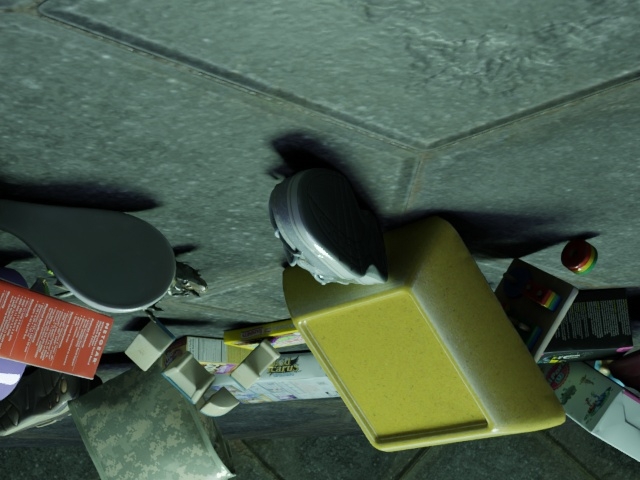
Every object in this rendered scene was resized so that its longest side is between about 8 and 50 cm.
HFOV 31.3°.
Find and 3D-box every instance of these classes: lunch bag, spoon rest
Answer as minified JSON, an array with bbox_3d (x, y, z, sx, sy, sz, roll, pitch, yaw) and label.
[{"bbox_3d":[-0.318,0.395,2.236,0.235,0.287,0.169,-28,161,3],"label":"lunch bag"},{"bbox_3d":[-0.305,0.008,1.331,0.276,0.137,0.084,12,142,-6],"label":"spoon rest"}]

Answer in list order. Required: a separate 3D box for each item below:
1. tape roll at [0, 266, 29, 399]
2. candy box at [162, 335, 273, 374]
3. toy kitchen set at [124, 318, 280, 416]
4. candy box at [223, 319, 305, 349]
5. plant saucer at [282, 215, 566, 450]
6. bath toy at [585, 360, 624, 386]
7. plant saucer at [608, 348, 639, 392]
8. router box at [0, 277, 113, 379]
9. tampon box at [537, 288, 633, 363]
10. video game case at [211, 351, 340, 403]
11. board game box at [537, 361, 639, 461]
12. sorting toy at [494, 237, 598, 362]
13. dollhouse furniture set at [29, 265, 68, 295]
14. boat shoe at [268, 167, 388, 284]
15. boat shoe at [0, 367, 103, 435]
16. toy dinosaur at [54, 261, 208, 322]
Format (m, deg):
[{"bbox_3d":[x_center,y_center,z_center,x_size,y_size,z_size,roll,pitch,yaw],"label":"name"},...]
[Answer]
[{"bbox_3d":[-0.473,0.124,1.558,0.080,0.189,0.189,12,159,-43],"label":"tape roll"},{"bbox_3d":[-0.196,0.222,2.185,0.186,0.053,0.109,9,161,-31],"label":"candy box"},{"bbox_3d":[-0.207,0.198,2.024,0.207,0.166,0.122,44,150,-1],"label":"toy kitchen set"},{"bbox_3d":[-0.063,0.168,2.061,0.205,0.027,0.105,-12,163,32],"label":"candy box"},{"bbox_3d":[0.115,0.159,1.557,0.332,0.333,0.081,-20,-162,46],"label":"plant saucer"},{"bbox_3d":[0.415,0.242,2.208,0.348,0.129,0.151,3,129,-21],"label":"bath toy"},{"bbox_3d":[0.669,0.194,1.978,0.332,0.084,0.332,-20,172,-3],"label":"plant saucer"},{"bbox_3d":[-0.461,0.058,1.316,0.335,0.082,0.301,15,172,25],"label":"router box"},{"bbox_3d":[0.429,0.147,1.919,0.160,0.102,0.120,-4,165,3],"label":"tampon box"},{"bbox_3d":[-0.082,0.291,2.419,0.244,0.061,0.269,-7,163,10],"label":"video game case"},{"bbox_3d":[0.506,0.294,2.020,0.224,0.098,0.303,32,-179,-21],"label":"board game box"},{"bbox_3d":[0.269,0.103,1.603,0.046,0.275,0.132,29,-178,-35],"label":"sorting toy"},{"bbox_3d":[-0.342,0.070,1.545,0.058,0.076,0.152,19,123,-46],"label":"dollhouse furniture set"},{"bbox_3d":[0.000,-0.002,1.329,0.103,0.118,0.320,-11,169,14],"label":"boat shoe"},{"bbox_3d":[-0.591,0.342,2.401,0.355,0.132,0.130,-14,160,40],"label":"boat shoe"},{"bbox_3d":[-0.245,0.068,1.640,0.268,0.064,0.118,-10,156,33],"label":"toy dinosaur"}]
